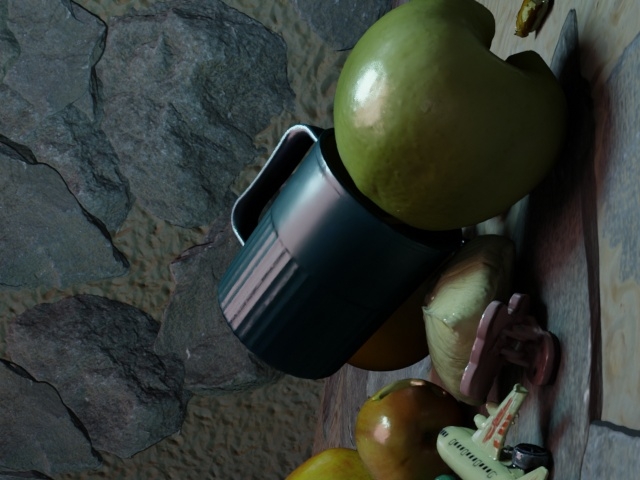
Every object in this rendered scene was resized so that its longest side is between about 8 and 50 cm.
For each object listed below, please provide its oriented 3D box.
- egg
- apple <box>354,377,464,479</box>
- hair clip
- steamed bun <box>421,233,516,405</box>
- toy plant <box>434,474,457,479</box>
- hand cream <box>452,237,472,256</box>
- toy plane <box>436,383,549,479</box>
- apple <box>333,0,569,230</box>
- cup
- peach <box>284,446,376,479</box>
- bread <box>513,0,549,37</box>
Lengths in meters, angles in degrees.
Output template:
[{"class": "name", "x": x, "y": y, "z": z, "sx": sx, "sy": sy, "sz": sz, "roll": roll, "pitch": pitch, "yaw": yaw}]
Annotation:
[{"class": "egg", "x": 0.102, "y": 0.060, "z": 1.551, "sx": 0.282, "sy": 0.283, "sz": 0.351, "roll": -91, "pitch": -3, "yaw": -66}, {"class": "apple", "x": 0.140, "y": 0.302, "z": 1.402, "sx": 0.199, "sy": 0.199, "sz": 0.199, "roll": -172, "pitch": 90, "yaw": -86}, {"class": "hair clip", "x": 0.219, "y": 0.119, "z": 1.089, "sx": 0.138, "sy": 0.102, "sz": 0.123, "roll": -90, "pitch": 11, "yaw": -67}, {"class": "steamed bun", "x": 0.193, "y": 0.092, "z": 1.211, "sx": 0.231, "sy": 0.111, "sz": 0.212, "roll": 78, "pitch": -151, "yaw": -52}, {"class": "toy plant", "x": 0.115, "y": 0.517, "z": 1.255, "sx": 0.279, "sy": 0.186, "sz": 0.400, "roll": 9, "pitch": -82, "yaw": -85}, {"class": "hand cream", "x": 0.230, "y": 0.111, "z": 1.420, "sx": 0.086, "sy": 0.055, "sz": 0.235, "roll": -89, "pitch": 0, "yaw": -80}, {"class": "toy plane", "x": 0.200, "y": 0.270, "z": 1.048, "sx": 0.256, "sy": 0.104, "sz": 0.241, "roll": -107, "pitch": 23, "yaw": -81}, {"class": "apple", "x": 0.155, "y": -0.155, "z": 1.130, "sx": 0.254, "sy": 0.292, "sz": 0.292, "roll": -49, "pitch": 21, "yaw": 28}, {"class": "cup", "x": -0.005, "y": 0.007, "z": 1.295, "sx": 0.292, "sy": 0.308, "sz": 0.242, "roll": -53, "pitch": -7, "yaw": 26}, {"class": "peach", "x": 0.029, "y": 0.536, "z": 1.651, "sx": 0.332, "sy": 0.308, "sz": 0.307, "roll": -80, "pitch": 1, "yaw": -49}, {"class": "bread", "x": 0.303, "y": -0.331, "z": 1.292, "sx": 0.083, "sy": 0.036, "sz": 0.046, "roll": 104, "pitch": -179, "yaw": -69}]
